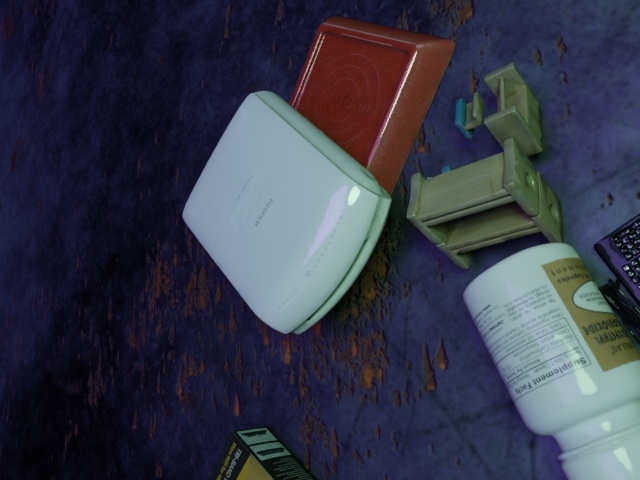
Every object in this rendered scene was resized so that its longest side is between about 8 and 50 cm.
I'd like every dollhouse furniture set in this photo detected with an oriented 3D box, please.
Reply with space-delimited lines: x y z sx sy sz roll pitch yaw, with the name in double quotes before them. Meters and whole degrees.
"dollhouse furniture set" 0.201 -0.083 0.703 0.129 0.129 0.184 -18 46 38

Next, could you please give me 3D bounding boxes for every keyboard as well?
"keyboard" 0.349 0.066 0.585 0.100 0.038 0.192 -44 56 26

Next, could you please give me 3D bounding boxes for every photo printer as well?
"photo printer" -0.053 -0.038 0.843 0.307 0.107 0.256 47 112 35

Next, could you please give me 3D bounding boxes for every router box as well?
"router box" -0.095 0.478 0.862 0.243 0.081 0.309 33 104 39

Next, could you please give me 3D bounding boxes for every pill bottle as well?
"pill bottle" 0.252 0.129 0.594 0.131 0.131 0.229 -37 60 30

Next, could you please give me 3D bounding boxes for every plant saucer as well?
"plant saucer" 0.042 -0.211 0.893 0.258 0.047 0.259 31 101 40
